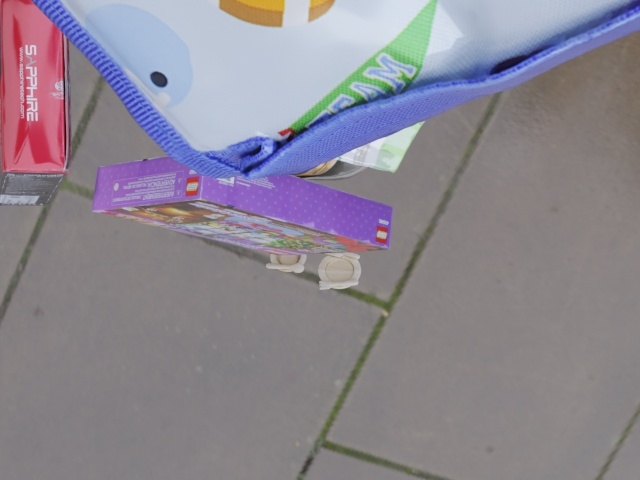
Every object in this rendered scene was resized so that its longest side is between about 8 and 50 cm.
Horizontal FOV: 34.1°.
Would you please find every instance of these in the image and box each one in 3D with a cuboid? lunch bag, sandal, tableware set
[{"bbox_3d":[0.013,-0.236,0.326,0.239,0.327,0.386,-23,93,-48],"label":"lunch bag"},{"bbox_3d":[-0.017,-0.130,1.460,0.219,0.060,0.090,-2,87,-6],"label":"sandal"},{"bbox_3d":[0.000,0.000,1.595,0.141,0.169,0.020,8,148,9],"label":"tableware set"}]

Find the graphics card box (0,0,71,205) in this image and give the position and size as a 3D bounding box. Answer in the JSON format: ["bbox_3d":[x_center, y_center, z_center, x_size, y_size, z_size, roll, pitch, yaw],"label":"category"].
[{"bbox_3d":[-0.422,-0.184,1.504,0.094,0.371,0.233,-1,86,-18],"label":"graphics card box"}]

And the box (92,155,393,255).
[{"bbox_3d":[-0.086,-0.036,1.213,0.293,0.200,0.057,14,78,-43],"label":"box"}]

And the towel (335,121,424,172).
[{"bbox_3d":[0.038,-0.115,0.910,0.152,0.023,0.113,10,123,-42],"label":"towel"}]
